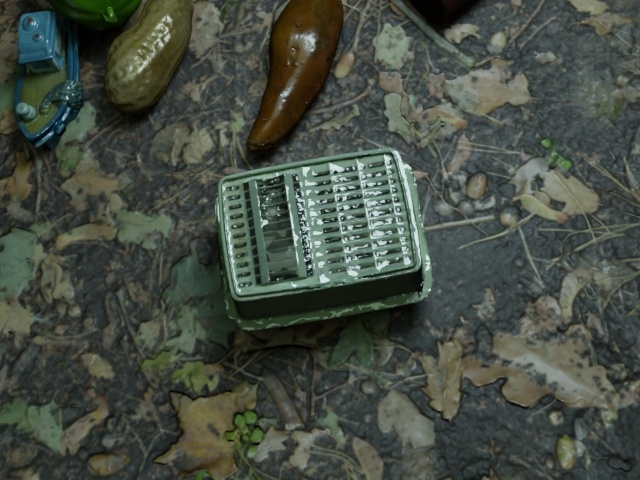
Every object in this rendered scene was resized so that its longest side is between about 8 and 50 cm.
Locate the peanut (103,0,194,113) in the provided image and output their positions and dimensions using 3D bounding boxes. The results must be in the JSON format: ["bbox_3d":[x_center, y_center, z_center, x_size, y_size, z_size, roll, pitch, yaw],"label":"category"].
[{"bbox_3d":[-0.270,-0.301,1.331,0.108,0.095,0.226,24,74,9],"label":"peanut"}]

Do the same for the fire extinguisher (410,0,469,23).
[{"bbox_3d":[0.275,-0.495,1.336,0.337,0.114,0.135,-40,93,-9],"label":"fire extinguisher"}]

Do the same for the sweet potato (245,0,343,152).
[{"bbox_3d":[-0.028,-0.298,1.305,0.112,0.112,0.359,10,69,8],"label":"sweet potato"}]

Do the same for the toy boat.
[{"bbox_3d":[-0.434,-0.255,1.330,0.109,0.098,0.238,-4,71,7],"label":"toy boat"}]

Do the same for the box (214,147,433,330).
[{"bbox_3d":[0.000,0.000,1.166,0.290,0.166,0.220,-9,71,2],"label":"box"}]

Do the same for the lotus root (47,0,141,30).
[{"bbox_3d":[-0.344,-0.390,1.311,0.186,0.186,0.186,-2,71,5],"label":"lotus root"}]
